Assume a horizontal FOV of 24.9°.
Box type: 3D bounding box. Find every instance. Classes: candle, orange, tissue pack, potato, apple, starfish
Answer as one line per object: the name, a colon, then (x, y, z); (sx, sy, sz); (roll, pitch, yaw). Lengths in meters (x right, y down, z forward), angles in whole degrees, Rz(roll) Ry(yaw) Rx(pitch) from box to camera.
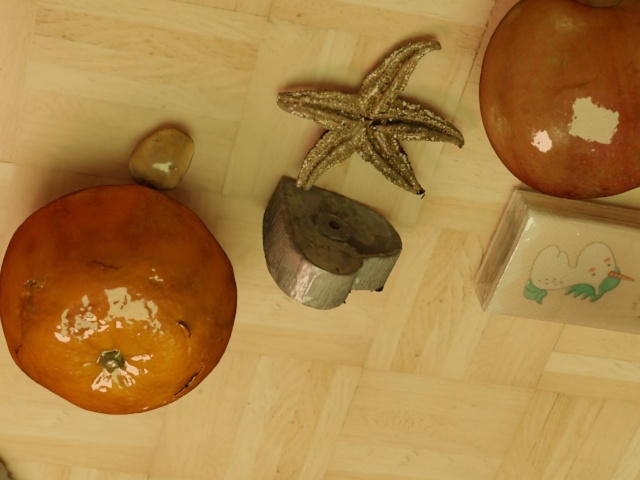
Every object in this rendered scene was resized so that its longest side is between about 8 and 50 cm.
candle: (0.000, 0.000, 1.746); (0.168, 0.192, 0.068); (41, 122, 18)
orange: (-0.239, 0.069, 1.711); (0.284, 0.226, 0.284); (1, 127, 1)
tissue pack: (0.377, 0.037, 1.856); (0.325, 0.071, 0.170); (9, 125, -14)
potato: (-0.185, -0.095, 1.702); (0.068, 0.062, 0.083); (26, 100, -45)
apple: (0.299, -0.171, 1.585); (0.253, 0.253, 0.253); (-3, 128, -4)
starfish: (0.064, -0.142, 1.699); (0.227, 0.043, 0.240); (27, 117, -27)

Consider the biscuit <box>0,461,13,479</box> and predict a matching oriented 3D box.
biscuit: (-0.474, 0.438, 2.063); (0.179, 0.084, 0.281); (-20, 128, 8)
